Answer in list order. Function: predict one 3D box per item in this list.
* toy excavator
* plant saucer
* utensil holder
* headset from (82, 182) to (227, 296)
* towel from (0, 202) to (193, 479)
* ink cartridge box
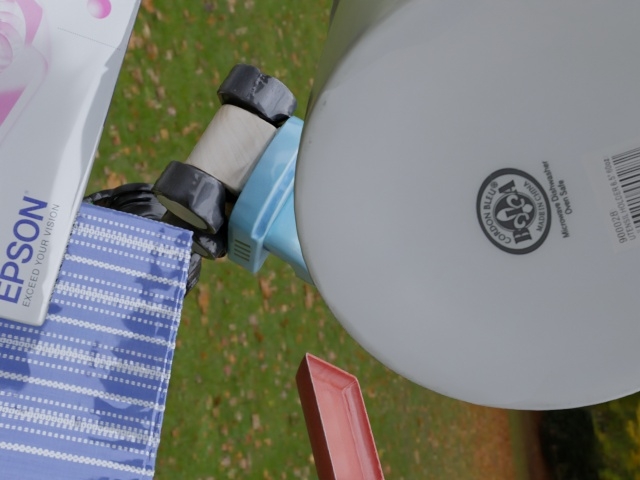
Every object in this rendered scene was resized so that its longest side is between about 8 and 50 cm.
[{"bbox_3d":[0.000,0.000,1.421,0.222,0.445,0.433,-58,176,-15],"label":"toy excavator"},{"bbox_3d":[0.035,0.362,1.780,0.258,0.048,0.259,37,33,-59],"label":"plant saucer"},{"bbox_3d":[0.148,-0.102,0.735,0.385,0.328,0.327,-75,153,-62],"label":"utensil holder"},{"bbox_3d":[-0.308,0.020,1.737,0.394,0.185,0.243,-18,71,-36],"label":"headset"},{"bbox_3d":[-0.284,0.119,1.055,0.040,0.243,0.336,139,-38,-64],"label":"towel"},{"bbox_3d":[-0.356,-0.122,0.817,0.071,0.330,0.324,-158,-96,-73],"label":"ink cartridge box"}]
